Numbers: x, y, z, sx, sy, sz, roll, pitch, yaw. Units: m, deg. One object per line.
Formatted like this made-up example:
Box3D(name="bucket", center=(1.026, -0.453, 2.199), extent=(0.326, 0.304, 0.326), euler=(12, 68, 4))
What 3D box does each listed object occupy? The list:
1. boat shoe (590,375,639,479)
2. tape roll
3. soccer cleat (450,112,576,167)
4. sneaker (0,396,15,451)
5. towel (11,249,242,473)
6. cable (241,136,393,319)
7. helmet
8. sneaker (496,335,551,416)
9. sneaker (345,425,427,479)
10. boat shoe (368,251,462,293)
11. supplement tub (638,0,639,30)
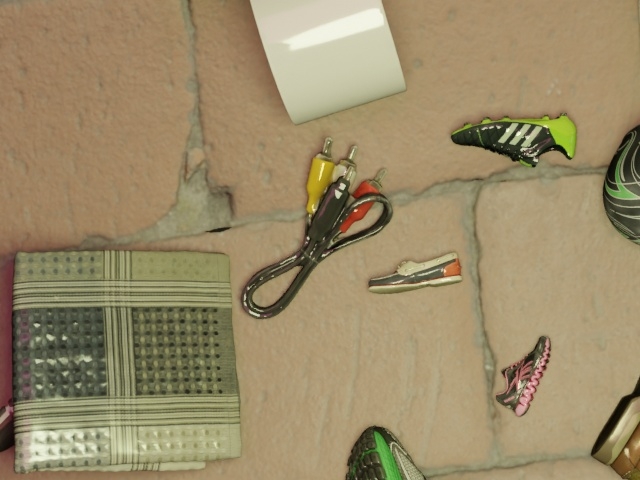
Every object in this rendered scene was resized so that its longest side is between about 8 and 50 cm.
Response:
Box3D(name="boat shoe", center=(0.494, 0.195, 1.719), extent=(0.104, 0.111, 0.307), euler=(33, 98, 6))
Box3D(name="tape roll", center=(0.006, -0.300, 1.758), extent=(0.169, 0.246, 0.246), euler=(-18, 82, 4))
Box3D(name="soccer cleat", center=(0.277, -0.140, 1.801), extent=(0.179, 0.060, 0.072), euler=(-3, 85, 4))
Box3D(name="sneaker", center=(-0.338, 0.252, 1.810), extent=(0.281, 0.106, 0.162), euler=(-39, 84, 1))
Box3D(name="towel", center=(-0.269, 0.167, 1.769), extent=(0.324, 0.056, 0.312), euler=(1, 74, -21))
Box3D(name="cable", center=(0.000, 0.000, 1.835), extent=(0.139, 0.072, 0.287), euler=(30, 100, -8))
Box3D(name="helmet", center=(0.466, -0.065, 1.710), extent=(0.169, 0.169, 0.162), euler=(8, 64, 8))
Box3D(name="sneaker", center=(0.284, 0.185, 1.774), extent=(0.057, 0.047, 0.119), euler=(24, 86, 20))
Box3D(name="sneaker", center=(0.153, 0.407, 1.738), extent=(0.146, 0.134, 0.343), euler=(-21, 71, -32))
Box3D(name="boat shoe", center=(0.134, 0.048, 1.802), extent=(0.137, 0.049, 0.043), euler=(-9, 79, 3))
Box3D(name="supplement tub", center=(0.605, -0.313, 1.691), extent=(0.324, 0.235, 0.235), euler=(-4, 83, 6))
